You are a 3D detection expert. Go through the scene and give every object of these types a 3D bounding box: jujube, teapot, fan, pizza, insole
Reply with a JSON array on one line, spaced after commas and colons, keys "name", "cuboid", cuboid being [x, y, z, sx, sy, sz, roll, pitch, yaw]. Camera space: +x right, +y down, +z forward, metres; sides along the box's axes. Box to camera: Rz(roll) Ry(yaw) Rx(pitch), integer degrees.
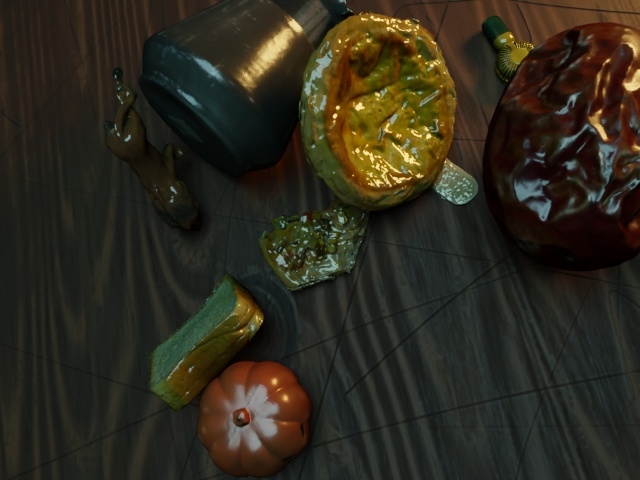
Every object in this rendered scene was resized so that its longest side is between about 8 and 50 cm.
[{"name": "jujube", "cuboid": [0.395, -0.143, 0.912, 0.277, 0.276, 0.376, 18, 72, 17]}, {"name": "teapot", "cuboid": [-0.140, -0.337, 1.111, 0.376, 0.305, 0.361, 25, 69, 46]}, {"name": "fan", "cuboid": [0.352, -0.363, 1.114, 0.082, 0.039, 0.155, -28, 69, 4]}, {"name": "pizza", "cuboid": [0.000, 0.000, 1.068, 0.226, 0.069, 0.147, -18, 68, 7]}, {"name": "insole", "cuboid": [0.187, -0.153, 1.102, 0.248, 0.011, 0.081, 42, 85, 20]}]

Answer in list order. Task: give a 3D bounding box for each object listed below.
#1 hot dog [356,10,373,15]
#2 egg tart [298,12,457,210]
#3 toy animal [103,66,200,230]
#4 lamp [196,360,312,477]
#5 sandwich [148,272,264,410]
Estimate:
[{"name": "hot dog", "cuboid": [0.078, -0.412, 1.192, 0.049, 0.037, 0.122, 10, 74, 19]}, {"name": "egg tart", "cuboid": [0.092, -0.214, 1.022, 0.129, 0.341, 0.341, 11, 71, 61]}, {"name": "toy animal", "cuboid": [-0.310, -0.141, 1.085, 0.097, 0.312, 0.157, -28, 40, 4]}, {"name": "lamp", "cuboid": [-0.107, 0.285, 0.953, 0.188, 0.164, 0.187, -3, 72, 9]}, {"name": "sandwich", "cuboid": [-0.198, 0.168, 1.009, 0.214, 0.186, 0.065, -45, 109, -1]}]
